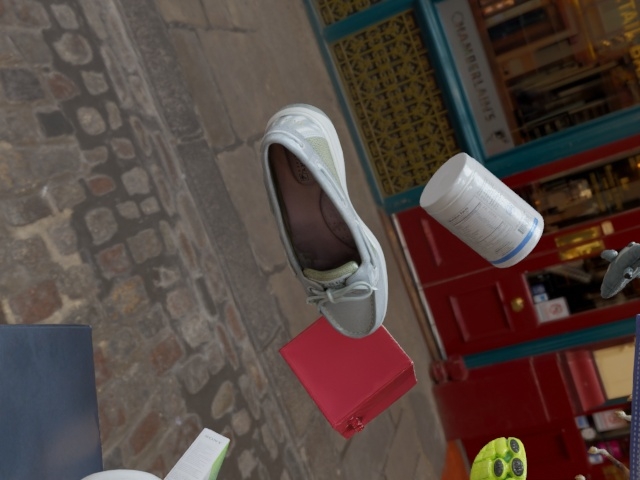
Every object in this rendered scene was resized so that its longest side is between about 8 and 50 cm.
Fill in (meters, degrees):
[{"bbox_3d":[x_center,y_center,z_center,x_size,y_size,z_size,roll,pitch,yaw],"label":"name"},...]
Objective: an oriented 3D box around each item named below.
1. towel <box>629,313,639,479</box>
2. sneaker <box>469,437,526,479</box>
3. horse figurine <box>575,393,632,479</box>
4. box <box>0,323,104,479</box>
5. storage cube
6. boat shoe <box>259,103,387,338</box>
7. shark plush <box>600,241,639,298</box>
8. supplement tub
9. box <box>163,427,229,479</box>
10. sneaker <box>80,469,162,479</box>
[{"bbox_3d":[0.416,0.173,0.649,0.336,0.040,0.244,84,16,-77],"label":"towel"},{"bbox_3d":[0.351,0.537,1.226,0.123,0.109,0.296,49,47,-54],"label":"sneaker"},{"bbox_3d":[0.569,0.377,1.073,0.174,0.263,0.066,32,5,18],"label":"horse figurine"},{"bbox_3d":[-0.559,0.263,0.676,0.480,0.471,0.298,65,18,-82],"label":"box"},{"bbox_3d":[0.062,0.256,1.254,0.215,0.193,0.184,49,-7,26],"label":"storage cube"},{"bbox_3d":[0.002,-0.001,0.762,0.103,0.118,0.321,-67,145,-56],"label":"boat shoe"},{"bbox_3d":[0.512,0.045,1.014,0.073,0.067,0.161,39,-23,1],"label":"shark plush"},{"bbox_3d":[0.160,-0.029,0.622,0.107,0.071,0.071,37,29,-12],"label":"supplement tub"},{"bbox_3d":[-0.263,0.487,1.004,0.322,0.058,0.233,-44,156,-64],"label":"box"},{"bbox_3d":[-0.123,0.240,0.347,0.121,0.079,0.217,-104,-159,-52],"label":"sneaker"}]
